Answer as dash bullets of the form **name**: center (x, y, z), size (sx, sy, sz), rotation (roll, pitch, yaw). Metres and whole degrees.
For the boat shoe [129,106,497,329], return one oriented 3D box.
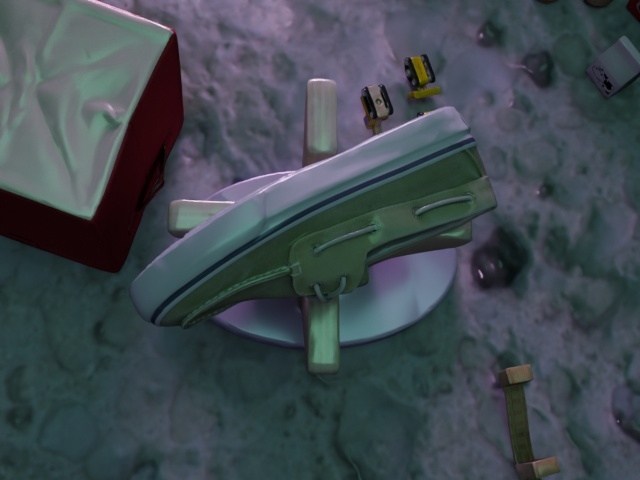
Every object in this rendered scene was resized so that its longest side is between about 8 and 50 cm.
- **boat shoe**: center (0.004, -0.004, 0.719), size (0.302, 0.109, 0.094), rotation (-28, 82, -13)

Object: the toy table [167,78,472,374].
- **toy table**: center (0.000, 0.000, 0.853), size (0.274, 0.161, 0.252), rotation (-10, 77, -8)

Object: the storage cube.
- **storage cube**: center (-0.243, -0.101, 0.835), size (0.215, 0.193, 0.184), rotation (21, 75, -2)

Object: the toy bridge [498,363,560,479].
- **toy bridge**: center (0.201, 0.211, 0.870), size (0.026, 0.063, 0.188), rotation (-12, 76, -9)

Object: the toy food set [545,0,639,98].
- **toy food set**: center (0.332, -0.227, 0.973), size (0.111, 0.104, 0.232), rotation (-33, 81, -13)

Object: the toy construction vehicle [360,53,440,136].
- **toy construction vehicle**: center (0.085, -0.134, 0.964), size (0.086, 0.035, 0.098), rotation (-17, 81, -21)
